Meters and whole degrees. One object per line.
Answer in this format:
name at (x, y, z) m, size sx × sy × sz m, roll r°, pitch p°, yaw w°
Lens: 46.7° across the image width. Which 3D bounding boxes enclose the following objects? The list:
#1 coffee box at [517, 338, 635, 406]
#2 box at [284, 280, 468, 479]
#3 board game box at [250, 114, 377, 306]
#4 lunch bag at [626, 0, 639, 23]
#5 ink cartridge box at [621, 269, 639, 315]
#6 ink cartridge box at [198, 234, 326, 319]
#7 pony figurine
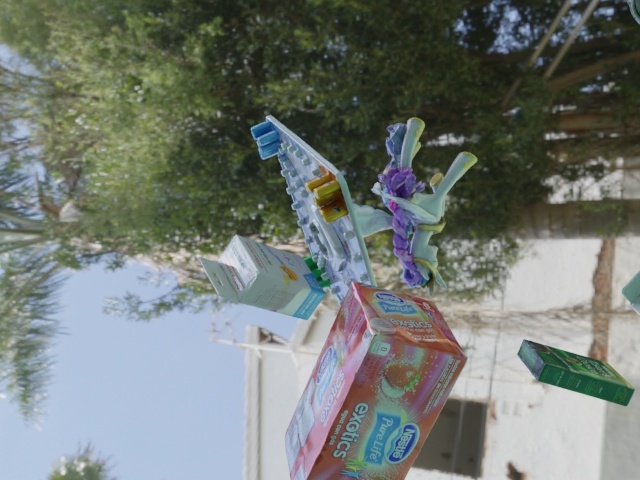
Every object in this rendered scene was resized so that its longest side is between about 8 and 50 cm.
coffee box at (0.464, 0.239, 1.356) m, size 0.113 × 0.184 × 0.040 m, roll -105°, pitch 34°, yaw -74°
box at (0.067, 0.231, 1.063) m, size 0.142 × 0.154 × 0.300 m, roll 15°, pitch -68°, yaw -17°
board game box at (0.000, 0.000, 1.348) m, size 0.050 × 0.390 × 0.390 m, roll -24°, pitch -61°, yaw -11°
lunch bag at (0.598, -0.402, 1.139) m, size 0.305 × 0.256 × 0.212 m, roll -55°, pitch -29°, yaw -59°
ink cartridge box at (0.445, 0.070, 0.874) m, size 0.198 × 0.067 × 0.115 m, roll 32°, pitch -80°, yaw -42°
ink cartridge box at (-0.091, 0.055, 1.172) m, size 0.181 × 0.104 × 0.061 m, roll 20°, pitch -66°, yaw -41°
pony figurine at (0.197, -0.088, 1.716) m, size 0.351 × 0.303 × 0.363 m, roll 27°, pitch -112°, yaw -31°
